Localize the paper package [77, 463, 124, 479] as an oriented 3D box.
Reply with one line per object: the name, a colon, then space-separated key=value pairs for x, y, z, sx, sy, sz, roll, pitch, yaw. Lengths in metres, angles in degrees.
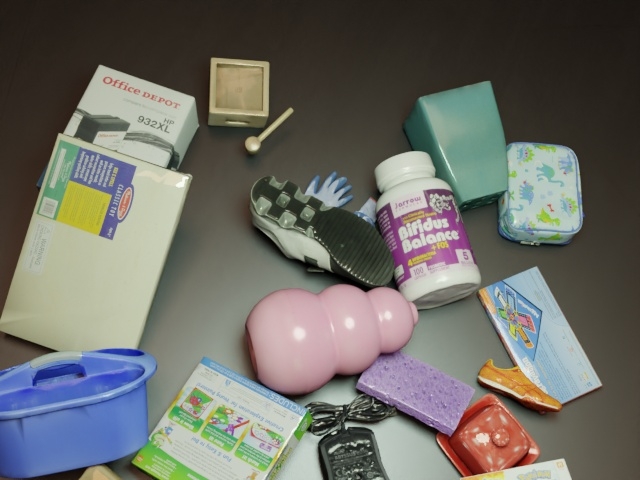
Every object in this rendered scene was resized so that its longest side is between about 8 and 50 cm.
paper package: x=-0.366 y=0.606 z=1.611 sx=0.325 sy=0.168 sz=0.309 roll=37 pitch=71 yaw=9

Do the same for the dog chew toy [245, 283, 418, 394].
dog chew toy: x=0.027 y=0.176 z=1.798 sx=0.332 sy=0.206 sz=0.206 roll=-13 pitch=70 yaw=-10

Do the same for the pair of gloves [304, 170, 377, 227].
pair of gloves: x=0.043 y=-0.053 z=1.992 sx=0.198 sy=0.023 sz=0.159 roll=39 pitch=71 yaw=10

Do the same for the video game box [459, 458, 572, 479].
video game box: x=0.373 y=0.504 z=1.683 sx=0.205 sy=0.048 sz=0.187 roll=-10 pitch=50 yaw=-4

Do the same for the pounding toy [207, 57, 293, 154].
pounding toy: x=-0.154 y=-0.280 z=2.032 sx=0.181 sy=0.094 sz=0.206 roll=2 pitch=77 yaw=-10

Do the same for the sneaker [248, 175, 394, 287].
sneaker: x=0.000 y=0.000 z=1.902 sx=0.331 sy=0.146 sz=0.122 roll=34 pitch=60 yaw=7

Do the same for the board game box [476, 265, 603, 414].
board game box: x=0.451 y=0.203 z=1.923 sx=0.145 sy=0.027 sz=0.281 roll=-21 pitch=72 yaw=-14

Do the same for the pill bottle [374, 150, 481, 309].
pill bottle: x=0.209 y=-0.024 z=1.914 sx=0.169 sy=0.169 sz=0.301 roll=-13 pitch=71 yaw=-10

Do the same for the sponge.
sponge: x=0.188 y=0.291 z=1.831 sx=0.210 sy=0.031 sz=0.117 roll=26 pitch=46 yaw=11

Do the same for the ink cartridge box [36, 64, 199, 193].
ink cartridge box: x=-0.416 y=-0.183 z=1.942 sx=0.223 sy=0.129 sz=0.307 roll=20 pitch=68 yaw=3

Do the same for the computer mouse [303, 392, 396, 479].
computer mouse: x=0.071 y=0.435 z=1.778 sx=0.189 sy=0.072 sz=0.272 roll=-6 pitch=57 yaw=-6

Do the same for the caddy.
caddy: x=-0.459 y=0.285 z=1.670 sx=0.341 sy=0.241 sz=0.179 roll=-10 pitch=104 yaw=-10

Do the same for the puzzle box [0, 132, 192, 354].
puzzle box: x=-0.435 y=0.024 z=1.808 sx=0.272 sy=0.052 sz=0.408 roll=19 pitch=94 yaw=3

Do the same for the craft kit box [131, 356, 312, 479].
craft kit box: x=-0.182 y=0.375 z=1.740 sx=0.250 sy=0.061 sz=0.246 roll=24 pitch=63 yaw=25

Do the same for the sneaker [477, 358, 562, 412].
sneaker: x=0.400 y=0.288 z=1.848 sx=0.175 sy=0.064 sz=0.067 roll=25 pitch=75 yaw=19

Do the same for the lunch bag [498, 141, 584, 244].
lunch bag: x=0.476 y=-0.100 z=2.014 sx=0.176 sy=0.090 sz=0.219 roll=3 pitch=68 yaw=-3

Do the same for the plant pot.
plant pot: x=0.305 y=-0.190 z=1.999 sx=0.166 sy=0.165 sz=0.234 roll=-15 pitch=78 yaw=-11

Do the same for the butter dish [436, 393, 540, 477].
butter dish: x=0.333 y=0.387 z=1.789 sx=0.160 sy=0.118 sz=0.160 roll=-34 pitch=75 yaw=-16
